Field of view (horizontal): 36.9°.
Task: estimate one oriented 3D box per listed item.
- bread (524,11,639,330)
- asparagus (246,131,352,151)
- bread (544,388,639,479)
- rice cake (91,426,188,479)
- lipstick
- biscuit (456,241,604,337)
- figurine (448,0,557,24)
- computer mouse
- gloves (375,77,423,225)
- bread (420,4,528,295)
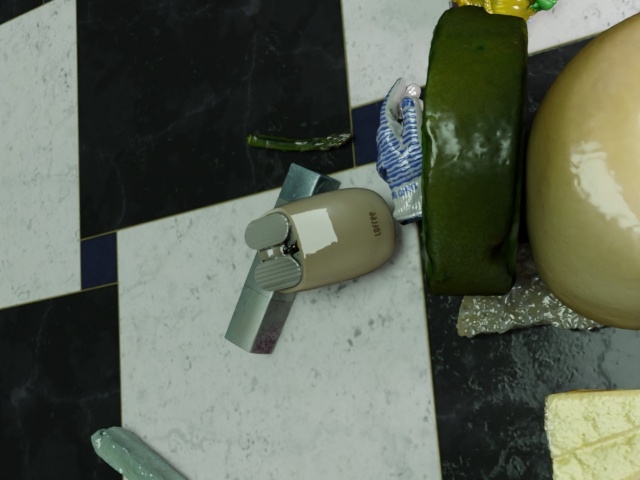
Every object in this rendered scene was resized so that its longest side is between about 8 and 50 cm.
[{"bbox_3d":[0.371,-0.071,1.135,0.253,0.376,0.347,9,81,16],"label":"bread"},{"bbox_3d":[-0.044,-0.169,1.646,0.236,0.027,0.034,5,95,35],"label":"asparagus"},{"bbox_3d":[0.419,0.257,1.168,0.264,0.168,0.163,-9,78,32],"label":"bread"},{"bbox_3d":[-0.284,0.425,1.683,0.336,0.066,0.063,32,101,35],"label":"rice cake"},{"bbox_3d":[-0.065,0.032,1.601,0.068,0.066,0.317,26,97,33],"label":"lipstick"},{"bbox_3d":[0.305,0.066,1.362,0.250,0.032,0.133,-8,76,34],"label":"biscuit"},{"bbox_3d":[0.265,-0.359,1.415,0.156,0.115,0.094,13,99,34],"label":"figurine"},{"bbox_3d":[0.000,0.000,1.501,0.237,0.082,0.145,-13,88,12],"label":"computer mouse"},{"bbox_3d":[0.133,-0.137,1.471,0.119,0.097,0.229,156,113,-69],"label":"gloves"},{"bbox_3d":[0.200,-0.114,1.257,0.129,0.366,0.381,3,97,11],"label":"bread"}]
